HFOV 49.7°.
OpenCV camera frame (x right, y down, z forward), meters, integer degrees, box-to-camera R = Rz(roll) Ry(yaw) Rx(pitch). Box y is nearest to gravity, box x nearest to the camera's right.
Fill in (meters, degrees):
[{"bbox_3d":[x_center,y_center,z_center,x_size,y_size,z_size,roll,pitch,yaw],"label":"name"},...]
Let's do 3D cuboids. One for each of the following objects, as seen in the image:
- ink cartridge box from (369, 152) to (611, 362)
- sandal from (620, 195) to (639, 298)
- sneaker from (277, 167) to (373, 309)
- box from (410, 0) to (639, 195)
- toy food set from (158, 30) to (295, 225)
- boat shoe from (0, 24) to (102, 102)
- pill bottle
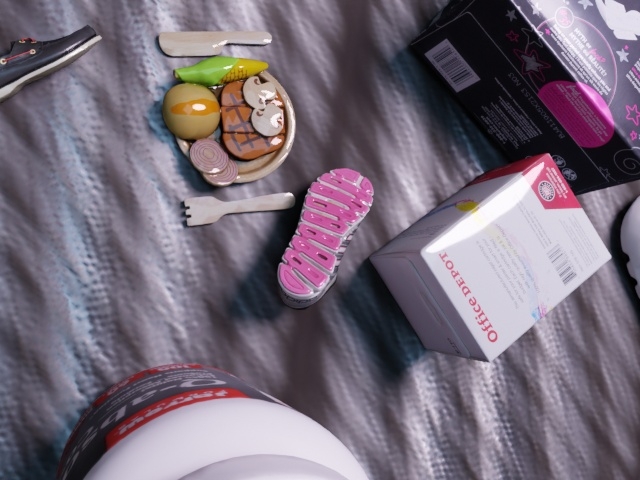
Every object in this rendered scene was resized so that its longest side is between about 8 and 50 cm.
[{"bbox_3d":[0.167,0.018,0.702,0.176,0.127,0.128,-35,98,-18],"label":"ink cartridge box"},{"bbox_3d":[0.498,0.122,0.821,0.169,0.102,0.416,-40,99,-17],"label":"sandal"},{"bbox_3d":[0.000,0.000,0.687,0.063,0.074,0.170,24,55,2],"label":"sneaker"},{"bbox_3d":[0.250,-0.185,0.729,0.247,0.163,0.142,47,70,-10],"label":"box"},{"bbox_3d":[-0.086,-0.117,0.674,0.133,0.038,0.191,-9,89,-19],"label":"toy food set"},{"bbox_3d":[-0.259,-0.160,0.613,0.133,0.049,0.042,-33,104,-14],"label":"boat shoe"},{"bbox_3d":[-0.078,0.205,0.480,0.211,0.363,0.210,2,85,-19],"label":"pill bottle"}]
